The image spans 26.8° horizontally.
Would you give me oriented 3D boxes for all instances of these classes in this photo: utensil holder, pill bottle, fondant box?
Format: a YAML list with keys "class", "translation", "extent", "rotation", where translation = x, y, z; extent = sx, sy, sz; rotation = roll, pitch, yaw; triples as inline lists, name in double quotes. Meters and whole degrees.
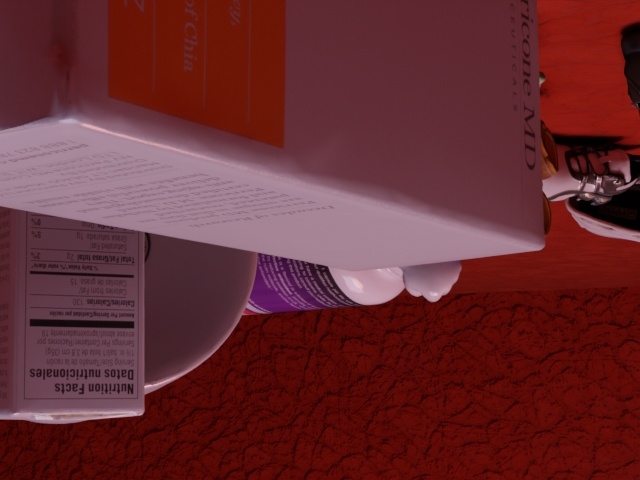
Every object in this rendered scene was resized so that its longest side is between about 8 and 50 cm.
- class: "utensil holder"
  translation: [-0.265, 0.035, 1.514]
  extent: [0.327, 0.328, 0.385]
  rotation: [3, 170, -20]
- class: "pill bottle"
  translation: [0.000, 0.000, 1.754]
  extent: [0.323, 0.181, 0.181]
  rotation: [-6, 170, 38]
- class: "fondant box"
  translation: [-0.212, -0.037, 0.969]
  extent: [0.096, 0.330, 0.238]
  rotation: [5, 171, -29]

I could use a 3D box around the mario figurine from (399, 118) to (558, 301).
- class: "mario figurine"
  translation: [0.086, -0.039, 1.394]
  extent: [0.320, 0.170, 0.198]
  rotation: [-3, -166, 25]

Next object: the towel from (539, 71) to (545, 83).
- class: "towel"
  translation: [0.095, -0.130, 1.115]
  extent: [0.152, 0.023, 0.113]
  rotation: [5, 171, -34]

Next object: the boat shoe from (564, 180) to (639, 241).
- class: "boat shoe"
  translation: [0.454, -0.040, 1.784]
  extent: [0.267, 0.096, 0.088]
  rotation: [13, 177, 35]

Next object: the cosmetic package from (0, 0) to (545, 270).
- class: "cosmetic package"
  translation: [-0.039, -0.120, 0.753]
  extent: [0.161, 0.230, 0.453]
  rotation: [-6, 171, 32]

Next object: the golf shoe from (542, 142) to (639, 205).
- class: "golf shoe"
  translation: [0.307, -0.089, 1.571]
  extent: [0.094, 0.077, 0.198]
  rotation: [-22, 166, 41]

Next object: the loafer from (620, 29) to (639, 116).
- class: "loafer"
  translation: [0.313, -0.129, 1.219]
  extent: [0.080, 0.078, 0.220]
  rotation: [-4, 171, 25]
